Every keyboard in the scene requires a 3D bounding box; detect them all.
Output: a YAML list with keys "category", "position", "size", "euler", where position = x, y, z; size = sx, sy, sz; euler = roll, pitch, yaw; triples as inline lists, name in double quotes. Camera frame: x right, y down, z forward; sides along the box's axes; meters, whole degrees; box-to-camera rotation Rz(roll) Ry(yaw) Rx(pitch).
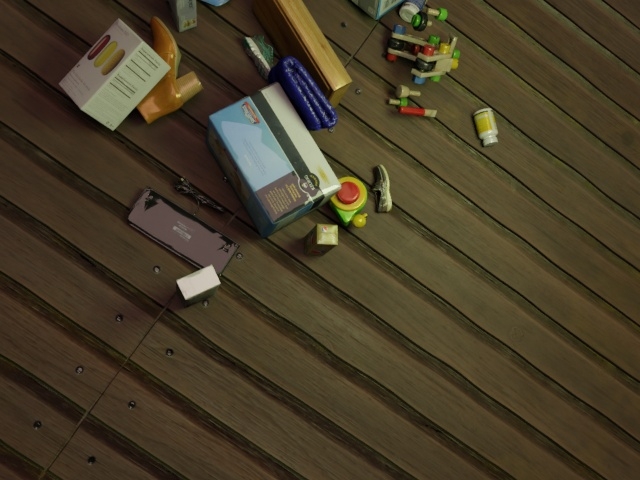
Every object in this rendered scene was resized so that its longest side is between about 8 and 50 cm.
- category: "keyboard"
  position: [-0.376, -0.054, 1.721]
  size: [0.317, 0.033, 0.201]
  euler: [33, 80, -6]

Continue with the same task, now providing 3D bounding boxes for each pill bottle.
- category: "pill bottle"
  position: [0.552, -0.374, 1.986]
  size: [0.065, 0.065, 0.116]
  euler: [-10, 81, -15]
- category: "pill bottle"
  position: [0.318, -0.800, 2.012]
  size: [0.067, 0.067, 0.120]
  euler: [31, 74, -6]

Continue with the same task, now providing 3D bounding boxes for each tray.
- category: "tray"
  position: [-0.066, -0.595, 1.809]
  size: [0.076, 0.203, 0.410]
  euler: [-32, 88, -16]

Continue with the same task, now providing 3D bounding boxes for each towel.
- category: "towel"
  position: [-0.065, -0.404, 1.705]
  size: [0.076, 0.308, 0.227]
  euler: [-40, 104, -4]

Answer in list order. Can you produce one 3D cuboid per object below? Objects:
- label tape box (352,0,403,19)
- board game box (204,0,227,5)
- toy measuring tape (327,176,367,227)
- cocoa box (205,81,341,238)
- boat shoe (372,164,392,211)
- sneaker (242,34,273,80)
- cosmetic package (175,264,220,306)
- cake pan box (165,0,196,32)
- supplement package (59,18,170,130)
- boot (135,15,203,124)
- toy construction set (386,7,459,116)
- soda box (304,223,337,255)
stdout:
- category: "label tape box"
  position: [0.157, -0.910, 1.963]
  size: [0.241, 0.106, 0.333]
  euler: [-39, 72, -17]
- category: "board game box"
  position: [-0.347, -0.801, 1.872]
  size: [0.169, 0.033, 0.133]
  euler: [20, 80, -4]
- category: "toy measuring tape"
  position: [0.050, -0.183, 1.812]
  size: [0.121, 0.121, 0.330]
  euler: [-29, 78, -17]
- category: "cocoa box"
  position: [-0.144, -0.218, 1.702]
  size: [0.228, 0.231, 0.347]
  euler: [-30, 87, -16]
- category: "boat shoe"
  position: [0.186, -0.162, 1.862]
  size: [0.049, 0.056, 0.152]
  euler: [-8, 81, -20]
- category: "sneaker"
  position: [-0.170, -0.571, 1.855]
  size: [0.076, 0.065, 0.166]
  euler: [-31, 90, -22]
- category: "cosmetic package"
  position: [-0.327, 0.126, 1.588]
  size: [0.099, 0.239, 0.060]
  euler: [-27, 86, -16]
- category: "cake pan box"
  position: [-0.433, -0.781, 1.725]
  size: [0.070, 0.267, 0.245]
  euler: [-25, 83, -14]
- category: "supplement package"
  position: [-0.562, -0.453, 1.640]
  size: [0.244, 0.134, 0.139]
  euler: [-47, 64, 2]
- category: "boot"
  position: [-0.498, -0.498, 1.744]
  size: [0.211, 0.104, 0.295]
  euler: [-30, 78, -6]
- category: "toy construction set"
  position: [0.358, -0.550, 1.914]
  size: [0.237, 0.257, 0.308]
  euler: [2, 99, -26]
- category: "soda box"
  position: [0.000, 0.000, 1.720]
  size: [0.061, 0.181, 0.058]
  euler: [3, 79, -12]
